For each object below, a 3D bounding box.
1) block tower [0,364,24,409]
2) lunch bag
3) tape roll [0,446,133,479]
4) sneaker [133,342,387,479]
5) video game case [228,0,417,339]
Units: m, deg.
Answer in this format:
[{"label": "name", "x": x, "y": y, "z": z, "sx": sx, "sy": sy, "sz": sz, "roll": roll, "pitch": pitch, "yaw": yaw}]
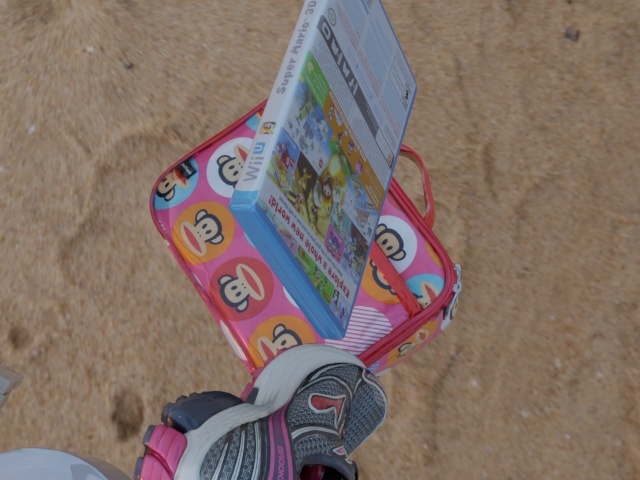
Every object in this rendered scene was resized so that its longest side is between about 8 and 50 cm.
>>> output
[{"label": "block tower", "x": -0.466, "y": 0.283, "z": 1.321, "sx": 0.097, "sy": 0.091, "sz": 0.335, "roll": 30, "pitch": 87, "yaw": -4}, {"label": "lunch bag", "x": 0.000, "y": 0.000, "z": 1.155, "sx": 0.258, "sy": 0.120, "sz": 0.293, "roll": -35, "pitch": 70, "yaw": -2}, {"label": "tape roll", "x": -0.259, "y": 0.304, "z": 1.081, "sx": 0.219, "sy": 0.072, "sz": 0.219, "roll": -3, "pitch": 76, "yaw": 10}, {"label": "sneaker", "x": -0.016, "y": 0.157, "z": 0.820, "sx": 0.112, "sy": 0.299, "sz": 0.120, "roll": 18, "pitch": 104, "yaw": 20}, {"label": "video game case", "x": 0.008, "y": -0.051, "z": 0.580, "sx": 0.119, "sy": 0.015, "sz": 0.166, "roll": 58, "pitch": 42, "yaw": -50}]
